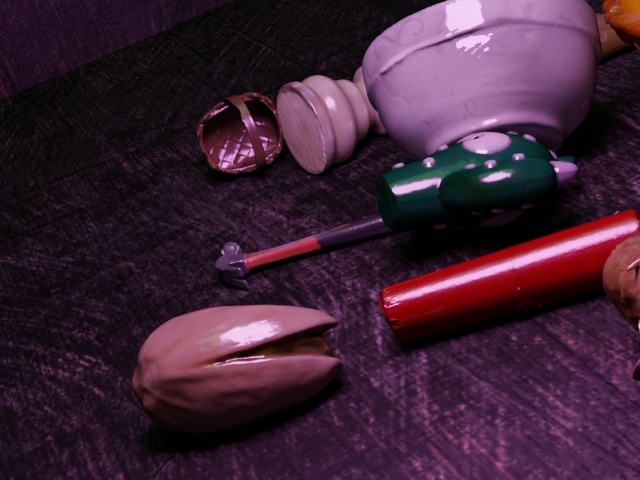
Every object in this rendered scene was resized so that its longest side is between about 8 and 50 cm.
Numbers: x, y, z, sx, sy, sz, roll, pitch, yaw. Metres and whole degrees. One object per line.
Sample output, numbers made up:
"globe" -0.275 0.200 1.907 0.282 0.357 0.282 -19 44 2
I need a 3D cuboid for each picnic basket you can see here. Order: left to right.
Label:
"picnic basket" -0.123 -0.165 2.150 0.138 0.128 0.178 -26 12 -7

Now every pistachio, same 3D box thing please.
"pistachio" -0.087 0.128 1.422 0.226 0.135 0.136 -12 22 5

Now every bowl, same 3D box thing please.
"bowl" 0.212 -0.185 1.751 0.307 0.163 0.307 -6 -19 -2

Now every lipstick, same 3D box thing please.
"lipstick" 0.201 0.041 1.429 0.280 0.073 0.073 -18 21 11

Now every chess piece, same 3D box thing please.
"chess piece" 0.075 -0.210 2.086 0.251 0.144 0.144 -24 20 -23

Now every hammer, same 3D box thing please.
"hammer" 0.000 0.001 1.767 0.288 0.033 0.111 -16 21 11

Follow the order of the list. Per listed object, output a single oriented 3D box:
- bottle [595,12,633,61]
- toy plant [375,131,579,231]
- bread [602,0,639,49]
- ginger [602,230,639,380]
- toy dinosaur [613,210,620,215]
"bottle" 0.410 -0.305 2.066 0.270 0.083 0.083 -13 22 4
"toy plant" 0.189 -0.070 1.634 0.243 0.112 0.232 -10 8 15
"bread" 0.564 -0.341 1.759 0.398 0.215 0.398 -1 22 1
"ginger" 0.360 0.061 1.169 0.219 0.123 0.270 -23 30 4
"toy dinosaur" 0.313 -0.009 1.514 0.062 0.021 0.083 -19 16 27
